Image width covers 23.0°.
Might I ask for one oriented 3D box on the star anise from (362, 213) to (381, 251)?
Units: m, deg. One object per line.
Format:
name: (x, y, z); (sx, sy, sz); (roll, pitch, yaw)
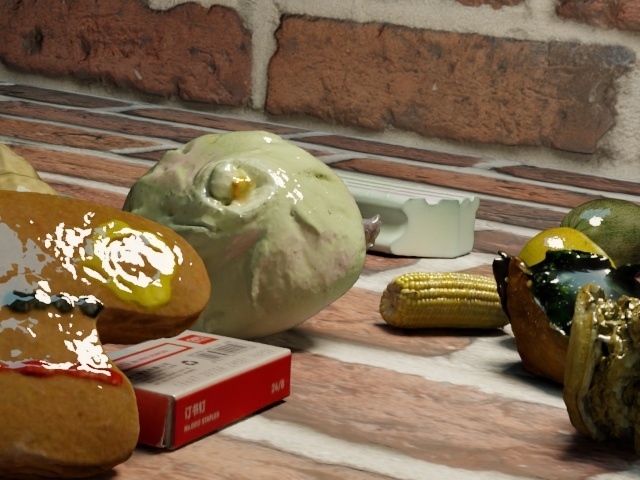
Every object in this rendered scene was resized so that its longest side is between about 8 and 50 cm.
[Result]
star anise: (0.000, 0.000, 2.196); (0.181, 0.061, 0.204); (-3, 9, -8)

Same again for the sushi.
sushi: (0.306, 0.087, 1.640); (0.287, 0.140, 0.149); (10, 4, 29)

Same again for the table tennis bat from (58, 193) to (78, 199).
table tennis bat: (-0.284, -0.019, 2.118); (0.149, 0.038, 0.237); (31, 3, 3)

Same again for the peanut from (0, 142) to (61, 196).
peanut: (-0.399, -0.039, 1.981); (0.149, 0.149, 0.313); (1, 12, -26)

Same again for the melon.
melon: (0.431, -0.008, 2.334); (0.167, 0.114, 0.114); (0, 12, -29)

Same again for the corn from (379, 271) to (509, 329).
corn: (0.154, 0.073, 1.846); (0.165, 0.085, 0.063); (5, 40, -26)

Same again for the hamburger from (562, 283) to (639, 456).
hamburger: (0.297, 0.121, 1.448); (0.131, 0.159, 0.185); (4, -18, 15)

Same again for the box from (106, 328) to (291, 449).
box: (-0.129, 0.130, 1.407); (0.123, 0.050, 0.229); (8, 10, 24)

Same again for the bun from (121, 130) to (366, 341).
bun: (-0.095, -0.029, 1.714); (0.283, 0.179, 0.283); (-5, 42, 5)

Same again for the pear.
pear: (0.287, 0.062, 1.805); (0.141, 0.141, 0.104); (-3, 29, -42)

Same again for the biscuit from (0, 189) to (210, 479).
biscuit: (-0.207, 0.072, 1.264); (0.262, 0.052, 0.277); (12, 47, -21)

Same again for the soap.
soap: (0.075, -0.041, 2.380); (0.290, 0.095, 0.173); (11, 10, 25)
